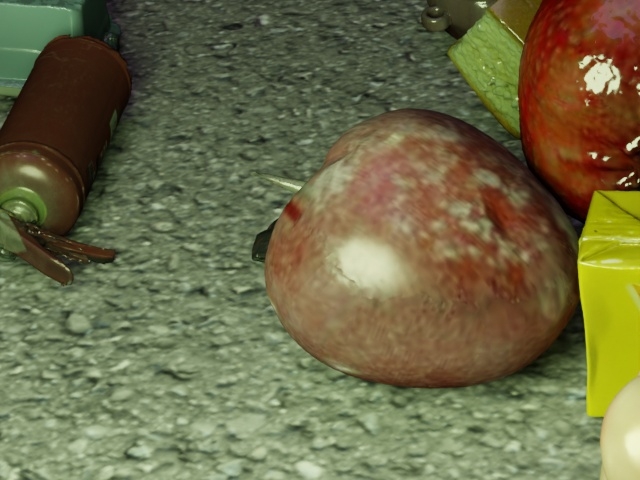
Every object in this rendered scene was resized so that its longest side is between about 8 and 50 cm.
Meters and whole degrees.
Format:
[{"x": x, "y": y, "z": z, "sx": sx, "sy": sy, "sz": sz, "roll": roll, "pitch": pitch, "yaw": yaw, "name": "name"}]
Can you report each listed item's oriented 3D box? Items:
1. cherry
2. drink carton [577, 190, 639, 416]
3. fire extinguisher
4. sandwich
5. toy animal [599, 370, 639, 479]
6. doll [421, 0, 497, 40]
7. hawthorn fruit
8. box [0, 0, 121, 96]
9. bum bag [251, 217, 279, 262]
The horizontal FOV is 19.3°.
[{"x": 0.071, "y": 0.006, "z": 1.511, "sx": 0.285, "sy": 0.213, "sz": 0.236, "roll": 23, "pitch": 64, "yaw": 13, "name": "cherry"}, {"x": 0.374, "y": 0.055, "z": 1.406, "sx": 0.351, "sy": 0.154, "sz": 0.111, "roll": 1, "pitch": 34, "yaw": 15, "name": "drink carton"}, {"x": -0.246, "y": -0.070, "z": 1.817, "sx": 0.147, "sy": 0.106, "sz": 0.337, "roll": 18, "pitch": 35, "yaw": -4, "name": "fire extinguisher"}, {"x": 0.255, "y": -0.219, "z": 1.826, "sx": 0.236, "sy": 0.122, "sz": 0.128, "roll": -37, "pitch": 82, "yaw": -20, "name": "sandwich"}, {"x": 0.314, "y": 0.108, "z": 1.261, "sx": 0.345, "sy": 0.277, "sz": 0.247, "roll": -32, "pitch": 25, "yaw": -27, "name": "toy animal"}, {"x": 0.213, "y": -0.285, "z": 2.007, "sx": 0.257, "sy": 0.117, "sz": 0.182, "roll": -24, "pitch": 41, "yaw": -26, "name": "doll"}, {"x": 0.296, "y": -0.148, "z": 1.553, "sx": 0.265, "sy": 0.265, "sz": 0.307, "roll": 4, "pitch": 49, "yaw": 20, "name": "hawthorn fruit"}, {"x": -0.338, "y": -0.236, "z": 2.053, "sx": 0.227, "sy": 0.130, "sz": 0.162, "roll": 5, "pitch": 36, "yaw": 5, "name": "box"}, {"x": -0.001, "y": -0.001, "z": 1.697, "sx": 0.124, "sy": 0.034, "sz": 0.058, "roll": 2, "pitch": 48, "yaw": 18, "name": "bum bag"}]
